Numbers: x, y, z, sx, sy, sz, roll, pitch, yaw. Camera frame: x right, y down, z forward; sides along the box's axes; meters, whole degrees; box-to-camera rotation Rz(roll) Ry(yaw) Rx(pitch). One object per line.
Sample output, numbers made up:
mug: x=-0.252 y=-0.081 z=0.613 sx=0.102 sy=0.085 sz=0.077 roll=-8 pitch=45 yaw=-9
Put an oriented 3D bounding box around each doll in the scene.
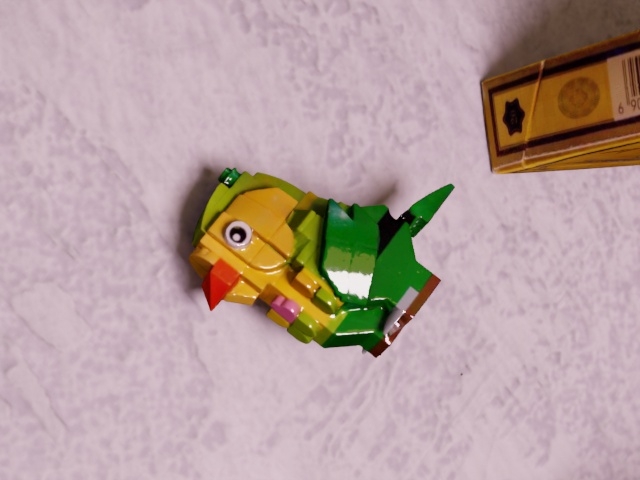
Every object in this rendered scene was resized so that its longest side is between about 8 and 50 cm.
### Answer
doll: x=-0.001 y=0.008 z=1.208 sx=0.186 sy=0.106 sz=0.134 roll=11 pitch=72 yaw=-11

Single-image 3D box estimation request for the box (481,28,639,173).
box: x=0.287 y=-0.113 z=1.268 sx=0.193 sy=0.301 sz=0.084 roll=-4 pitch=86 yaw=-29
